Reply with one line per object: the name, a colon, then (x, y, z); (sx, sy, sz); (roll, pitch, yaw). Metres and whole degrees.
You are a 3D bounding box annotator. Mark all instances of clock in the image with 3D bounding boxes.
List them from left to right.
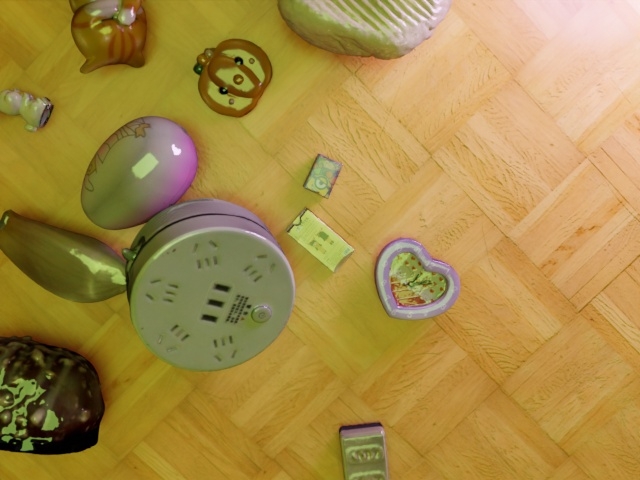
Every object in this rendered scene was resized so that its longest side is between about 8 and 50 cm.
clock: (0.202, 0.097, 1.623); (0.198, 0.064, 0.172); (35, 96, -6)

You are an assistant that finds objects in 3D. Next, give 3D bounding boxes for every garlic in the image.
garlic: (-0.555, 0.040, 1.567); (0.318, 0.112, 0.143); (24, 118, -8)

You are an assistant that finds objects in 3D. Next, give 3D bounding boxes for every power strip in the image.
power strip: (-0.239, 0.091, 1.499); (0.357, 0.161, 0.358); (-8, 117, -15)
power strip: (0.108, 0.556, 1.686); (0.105, 0.070, 0.257); (-7, 100, 0)

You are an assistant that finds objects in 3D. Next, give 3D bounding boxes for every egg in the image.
egg: (-0.380, -0.138, 1.508); (0.271, 0.196, 0.196); (-28, 98, 12)

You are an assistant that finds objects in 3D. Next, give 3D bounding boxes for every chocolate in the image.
chocolate: (-0.630, 0.315, 1.557); (0.339, 0.225, 0.210); (10, 90, -3)

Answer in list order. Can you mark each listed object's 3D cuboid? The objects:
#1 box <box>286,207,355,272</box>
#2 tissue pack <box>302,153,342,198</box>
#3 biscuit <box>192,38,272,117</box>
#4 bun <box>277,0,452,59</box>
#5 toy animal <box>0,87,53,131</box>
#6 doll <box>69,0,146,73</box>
box: (0.000, 0.000, 1.625); (0.149, 0.020, 0.073); (41, 96, -7)
tissue pack: (0.006, -0.141, 1.597); (0.063, 0.035, 0.083); (25, 95, -5)
biscuit: (-0.192, -0.353, 1.551); (0.170, 0.050, 0.171); (0, 98, -2)
bun: (0.082, -0.520, 1.446); (0.352, 0.227, 0.349); (-38, 98, 1)
toy animal: (-0.638, -0.285, 1.538); (0.124, 0.071, 0.085); (23, 116, -13)
doll: (-0.442, -0.489, 1.470); (0.166, 0.162, 0.270); (-14, 94, -24)
